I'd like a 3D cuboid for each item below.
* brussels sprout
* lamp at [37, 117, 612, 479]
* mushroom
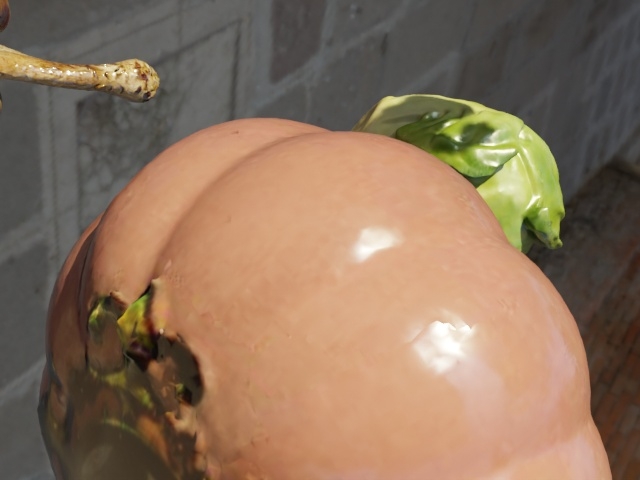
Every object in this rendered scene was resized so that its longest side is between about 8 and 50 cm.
[{"bbox_3d":[0.146,-0.045,1.214,0.259,0.294,0.227,-55,176,4],"label":"brussels sprout"},{"bbox_3d":[0.005,0.091,0.489,0.239,0.305,0.305,-11,124,-39],"label":"lamp"},{"bbox_3d":[-0.259,-0.164,0.959,0.227,0.217,0.148,-119,-142,-64],"label":"mushroom"}]
